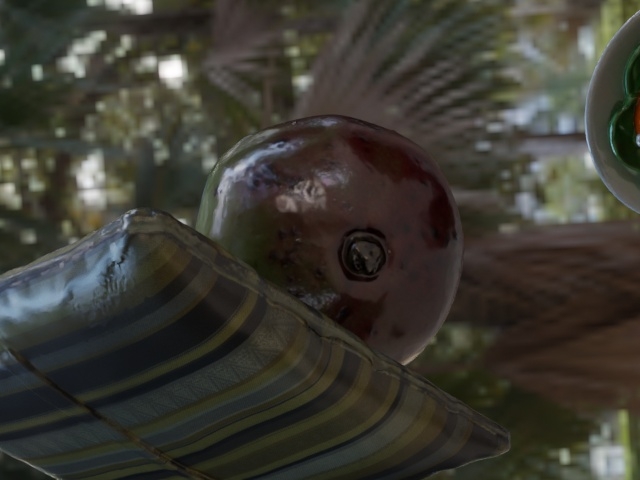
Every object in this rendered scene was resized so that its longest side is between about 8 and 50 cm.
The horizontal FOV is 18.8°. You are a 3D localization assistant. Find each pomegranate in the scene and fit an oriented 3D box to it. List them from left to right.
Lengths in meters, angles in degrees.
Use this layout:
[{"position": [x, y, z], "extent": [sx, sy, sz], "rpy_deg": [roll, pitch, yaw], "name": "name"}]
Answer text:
[{"position": [0.007, 0.002, 0.916], "extent": [0.159, 0.129, 0.129], "rpy_deg": [-43, -50, -75], "name": "pomegranate"}]

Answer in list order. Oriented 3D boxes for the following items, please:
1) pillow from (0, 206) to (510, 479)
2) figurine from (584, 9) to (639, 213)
[{"position": [-0.064, 0.068, 0.819], "extent": [0.212, 0.208, 0.052], "rpy_deg": [32, -129, -34], "name": "pillow"}, {"position": [0.211, -0.048, 0.925], "extent": [0.153, 0.132, 0.132], "rpy_deg": [-125, 27, -66], "name": "figurine"}]
